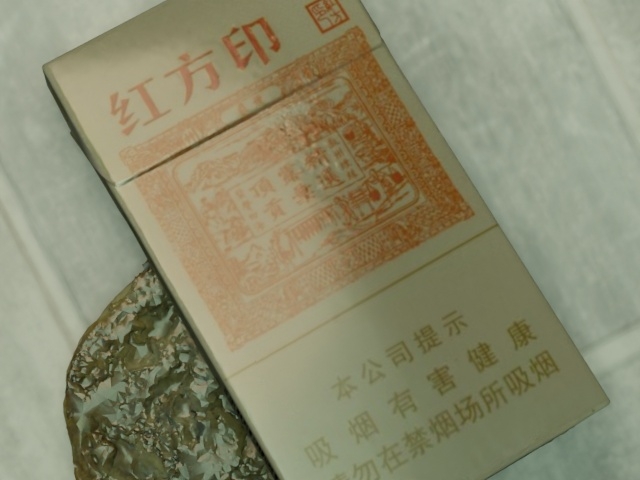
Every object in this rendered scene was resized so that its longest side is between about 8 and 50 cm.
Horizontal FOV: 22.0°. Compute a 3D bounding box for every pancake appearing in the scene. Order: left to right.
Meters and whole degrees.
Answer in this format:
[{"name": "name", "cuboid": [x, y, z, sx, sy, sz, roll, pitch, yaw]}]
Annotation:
[{"name": "pancake", "cuboid": [-0.031, 0.130, 1.076, 0.282, 0.049, 0.282, 0, 88, -3]}]

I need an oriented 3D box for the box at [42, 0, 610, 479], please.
[{"name": "box", "cuboid": [0.000, -0.001, 1.042, 0.205, 0.051, 0.365, -29, 80, -10]}]
